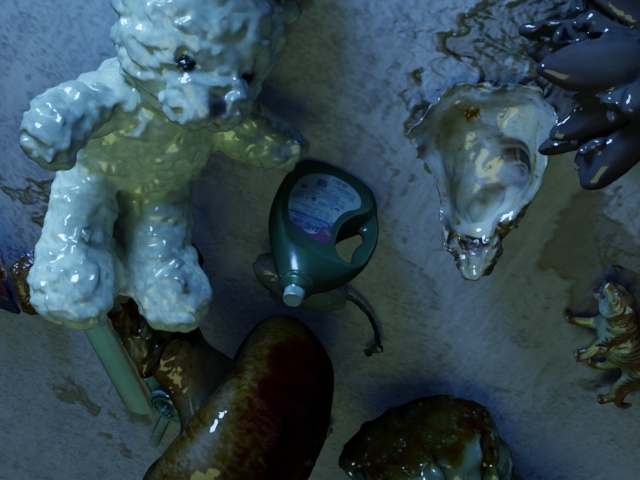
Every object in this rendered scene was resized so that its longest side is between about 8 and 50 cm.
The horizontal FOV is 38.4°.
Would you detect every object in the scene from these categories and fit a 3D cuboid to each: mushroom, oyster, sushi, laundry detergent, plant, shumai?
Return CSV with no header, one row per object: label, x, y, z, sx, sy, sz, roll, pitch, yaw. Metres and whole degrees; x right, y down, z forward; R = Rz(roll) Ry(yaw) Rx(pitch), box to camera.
mushroom,-0.156,0.234,1.254,0.356,0.331,0.334,21,146,-14
oyster,0.188,-0.073,1.067,0.161,0.107,0.233,7,115,16
sushi,-0.428,0.069,1.381,0.060,0.061,0.118,-15,137,-16
laundry detergent,0.000,0.000,1.093,0.137,0.211,0.063,25,133,-9
plant,0.356,-0.158,0.878,0.320,0.182,0.194,-3,131,12
shumai,0.180,0.402,1.371,0.397,0.324,0.324,-6,116,14

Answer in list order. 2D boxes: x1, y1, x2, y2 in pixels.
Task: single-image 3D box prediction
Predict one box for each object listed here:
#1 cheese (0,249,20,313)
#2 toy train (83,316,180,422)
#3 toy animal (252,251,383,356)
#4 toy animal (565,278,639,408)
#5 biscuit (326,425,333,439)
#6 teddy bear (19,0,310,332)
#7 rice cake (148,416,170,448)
cheese,-0.517,0.033,1.366,0.155,0.062,0.244,16,147,21
toy train,-0.277,0.165,1.401,0.177,0.116,0.286,7,135,26
toy animal,0.011,0.081,1.275,0.253,0.070,0.079,34,162,-29
toy animal,0.394,0.147,1.228,0.099,0.057,0.241,-15,125,27
biscuit,-0.101,0.323,1.537,0.265,0.040,0.188,-2,131,18
teddy bear,-0.140,-0.110,0.966,0.327,0.376,0.362,7,164,-38
rice cake,-0.274,0.322,1.595,0.021,0.022,0.121,24,133,-4
